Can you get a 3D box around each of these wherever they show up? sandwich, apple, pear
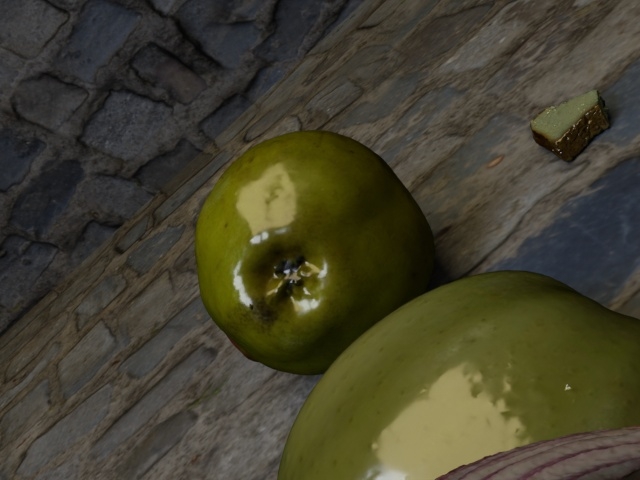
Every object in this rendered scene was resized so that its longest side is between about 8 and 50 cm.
[{"bbox_3d":[0.315,-0.150,0.980,0.093,0.036,0.105,-44,22,5],"label":"sandwich"},{"bbox_3d":[0.142,0.186,0.645,0.360,0.320,0.312,-48,-21,-3],"label":"apple"},{"bbox_3d":[0.000,0.000,0.971,0.287,0.287,0.375,-33,4,25],"label":"pear"}]

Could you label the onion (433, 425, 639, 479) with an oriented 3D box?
[{"bbox_3d":[0.125,0.200,0.428,0.250,0.248,0.111,-12,25,-13],"label":"onion"}]
